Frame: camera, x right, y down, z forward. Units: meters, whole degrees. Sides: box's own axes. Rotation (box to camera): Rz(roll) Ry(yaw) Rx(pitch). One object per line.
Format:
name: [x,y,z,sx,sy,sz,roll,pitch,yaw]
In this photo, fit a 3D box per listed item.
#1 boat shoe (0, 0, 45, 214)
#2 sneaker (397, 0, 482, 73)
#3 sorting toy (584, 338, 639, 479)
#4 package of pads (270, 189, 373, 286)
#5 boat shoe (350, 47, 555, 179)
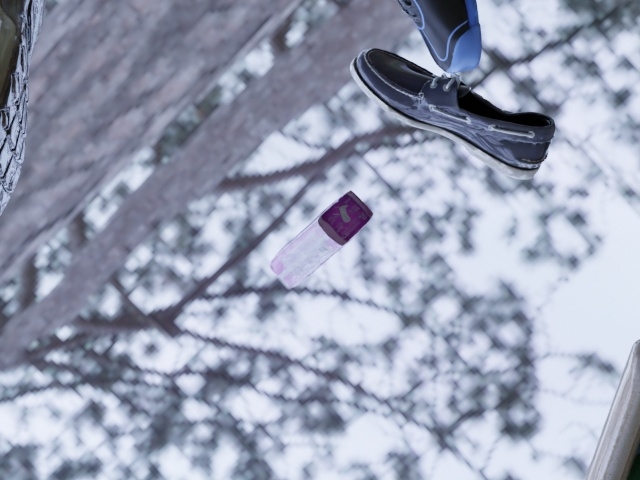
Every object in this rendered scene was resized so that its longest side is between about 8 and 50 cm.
boat shoe: [-0.268,-0.134,1.173,0.120,0.122,0.324,5,-135,-6]
sneaker: [0.070,-0.247,1.419,0.081,0.090,0.232,-145,35,-70]
sorting toy: [0.178,0.146,0.802,0.038,0.193,0.208,24,-170,37]
package of pads: [0.000,0.000,1.258,0.032,0.083,0.050,47,-130,-2]
boat shoe: [0.128,-0.135,1.539,0.206,0.065,0.075,30,-138,3]
